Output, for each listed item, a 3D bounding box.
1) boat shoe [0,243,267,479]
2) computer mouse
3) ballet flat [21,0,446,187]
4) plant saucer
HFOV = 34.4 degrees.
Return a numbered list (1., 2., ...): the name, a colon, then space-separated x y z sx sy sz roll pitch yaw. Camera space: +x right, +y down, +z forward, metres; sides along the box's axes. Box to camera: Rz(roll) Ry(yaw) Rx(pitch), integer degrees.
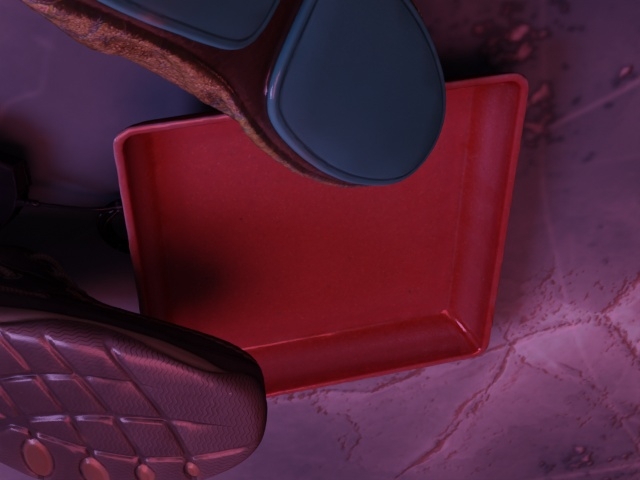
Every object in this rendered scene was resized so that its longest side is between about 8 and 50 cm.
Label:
1. boat shoe: -0.203 0.057 0.660 0.355 0.130 0.132 11 126 1
2. computer mouse: -0.182 -0.034 0.680 0.242 0.041 0.071 9 125 -25
3. ballet flat: -0.047 -0.118 0.495 0.123 0.123 0.348 -33 155 19
4. plant saucer: 0.000 0.000 0.711 0.259 0.048 0.259 -10 132 -11
